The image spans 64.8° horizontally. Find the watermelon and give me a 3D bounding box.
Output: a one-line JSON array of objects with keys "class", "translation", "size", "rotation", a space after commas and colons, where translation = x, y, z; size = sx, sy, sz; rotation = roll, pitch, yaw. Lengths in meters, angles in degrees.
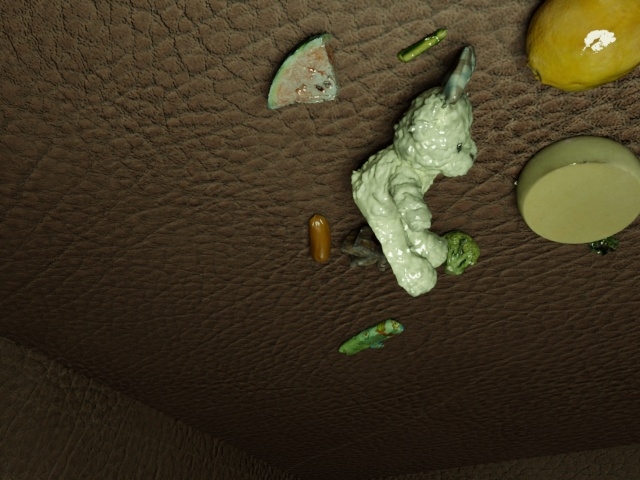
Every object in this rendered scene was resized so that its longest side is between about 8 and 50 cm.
[{"class": "watermelon", "translation": [-0.024, -0.333, 1.026], "size": [0.139, 0.071, 0.187], "rotation": [26, 127, -31]}]

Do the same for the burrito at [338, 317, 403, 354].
[{"class": "burrito", "translation": [0.187, 0.352, 1.787], "size": [0.104, 0.054, 0.288], "rotation": [34, 130, -31]}]

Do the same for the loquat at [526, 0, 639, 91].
[{"class": "loquat", "translation": [0.463, -0.357, 0.848], "size": [0.234, 0.187, 0.176], "rotation": [-27, 172, 20]}]

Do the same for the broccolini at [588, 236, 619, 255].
[{"class": "broccolini", "translation": [0.713, -0.058, 1.278], "size": [0.057, 0.071, 0.254], "rotation": [26, 152, 48]}]

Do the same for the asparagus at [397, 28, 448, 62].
[{"class": "asparagus", "translation": [0.197, -0.378, 0.976], "size": [0.108, 0.021, 0.025], "rotation": [-24, 130, 30]}]

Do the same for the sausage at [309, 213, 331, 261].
[{"class": "sausage", "translation": [0.000, 0.000, 1.407], "size": [0.062, 0.054, 0.183], "rotation": [-17, 139, -16]}]

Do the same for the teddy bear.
[{"class": "teddy bear", "translation": [0.254, -0.127, 1.035], "size": [0.362, 0.327, 0.375], "rotation": [-32, 98, 35]}]

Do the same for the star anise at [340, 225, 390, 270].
[{"class": "star anise", "translation": [0.175, 0.007, 1.355], "size": [0.236, 0.109, 0.223], "rotation": [7, 164, -22]}]

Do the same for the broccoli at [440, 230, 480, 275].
[{"class": "broccoli", "translation": [0.361, 0.034, 1.351], "size": [0.131, 0.120, 0.130], "rotation": [4, 153, 41]}]

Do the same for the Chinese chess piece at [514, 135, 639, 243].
[{"class": "Chinese chess piece", "translation": [0.587, -0.111, 1.150], "size": [0.273, 0.102, 0.273], "rotation": [8, 137, 8]}]

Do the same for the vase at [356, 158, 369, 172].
[{"class": "vase", "translation": [0.167, -0.114, 1.251], "size": [0.060, 0.060, 0.211], "rotation": [-22, 132, 28]}]
